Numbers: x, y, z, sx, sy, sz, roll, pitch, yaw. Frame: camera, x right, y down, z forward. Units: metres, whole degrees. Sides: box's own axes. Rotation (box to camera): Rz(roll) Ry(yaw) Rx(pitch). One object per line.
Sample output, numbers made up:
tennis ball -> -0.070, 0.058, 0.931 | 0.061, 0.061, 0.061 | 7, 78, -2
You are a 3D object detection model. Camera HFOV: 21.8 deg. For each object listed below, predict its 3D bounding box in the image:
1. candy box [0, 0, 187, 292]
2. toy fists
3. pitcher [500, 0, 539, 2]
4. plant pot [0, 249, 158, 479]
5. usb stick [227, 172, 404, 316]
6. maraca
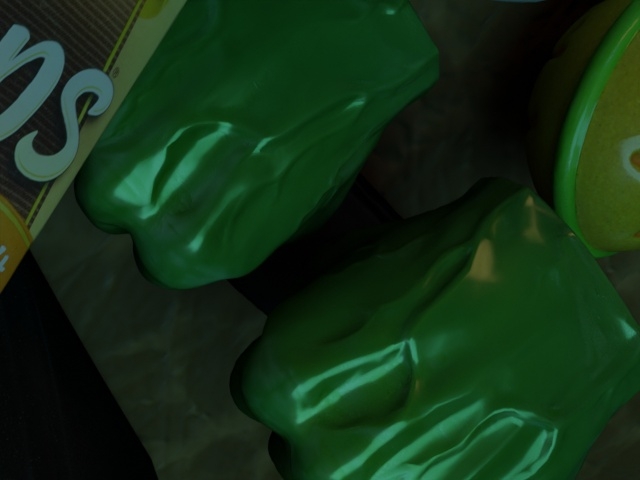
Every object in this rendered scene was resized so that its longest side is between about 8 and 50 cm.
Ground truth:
candy box -> -0.160, -0.038, 0.491 | 0.316, 0.087, 0.183 | -59, 154, -17
toy fists -> 0.000, 0.000, 0.649 | 0.142, 0.096, 0.279 | -38, 98, -17
pitcher -> 0.024, -0.152, 0.553 | 0.207, 0.125, 0.178 | 38, 56, -37
plant pot -> -0.156, 0.133, 0.672 | 0.188, 0.167, 0.187 | -28, 129, -7
usb stick -> 0.038, 0.043, 0.792 | 0.077, 0.045, 0.278 | -43, 131, 3
maraca -> 0.160, -0.068, 0.752 | 0.185, 0.099, 0.127 | -43, 143, -30
